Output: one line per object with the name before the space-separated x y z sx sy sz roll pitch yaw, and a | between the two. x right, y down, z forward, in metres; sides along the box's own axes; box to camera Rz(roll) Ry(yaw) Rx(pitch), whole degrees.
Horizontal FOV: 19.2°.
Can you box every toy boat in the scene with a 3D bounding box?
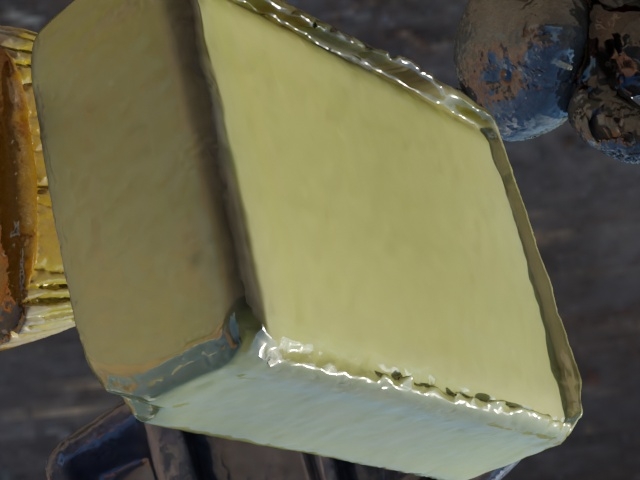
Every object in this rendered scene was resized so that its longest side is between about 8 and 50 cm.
toy boat | -0.003 0.116 1.020 0.283 0.127 0.078 -17 160 5

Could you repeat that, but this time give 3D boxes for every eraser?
eraser | 0.000 0.000 0.531 0.058 0.117 0.172 -26 155 29

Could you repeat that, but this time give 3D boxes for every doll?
doll | 0.280 -0.199 1.845 0.340 0.246 0.158 4 167 31

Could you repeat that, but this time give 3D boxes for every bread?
bread | -0.277 -0.045 1.670 0.119 0.288 0.152 1 171 -39
